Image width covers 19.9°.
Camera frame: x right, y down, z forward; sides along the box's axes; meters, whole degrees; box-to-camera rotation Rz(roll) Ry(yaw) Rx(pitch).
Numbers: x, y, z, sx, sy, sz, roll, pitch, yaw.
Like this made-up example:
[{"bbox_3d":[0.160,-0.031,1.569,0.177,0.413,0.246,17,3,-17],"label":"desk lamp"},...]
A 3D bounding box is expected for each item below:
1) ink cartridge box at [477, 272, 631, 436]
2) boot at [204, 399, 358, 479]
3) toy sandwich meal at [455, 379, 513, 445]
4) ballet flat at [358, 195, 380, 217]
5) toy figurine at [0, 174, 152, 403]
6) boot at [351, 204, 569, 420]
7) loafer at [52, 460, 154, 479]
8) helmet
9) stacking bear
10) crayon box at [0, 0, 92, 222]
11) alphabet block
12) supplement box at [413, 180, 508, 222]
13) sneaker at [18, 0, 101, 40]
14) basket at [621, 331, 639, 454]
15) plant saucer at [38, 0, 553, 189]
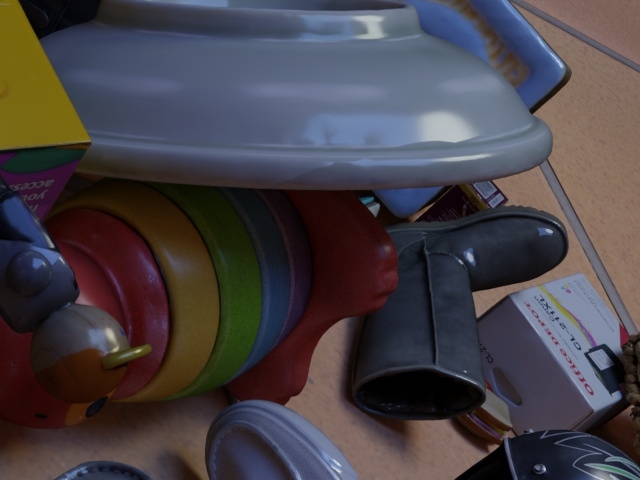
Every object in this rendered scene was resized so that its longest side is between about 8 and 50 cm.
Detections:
[{"bbox_3d":[0.211,0.106,1.609,0.127,0.072,0.175,55,26,13],"label":"ink cartridge box"},{"bbox_3d":[-0.015,0.209,1.096,0.258,0.095,0.123,58,21,19],"label":"boot"},{"bbox_3d":[0.132,0.130,1.505,0.085,0.029,0.085,36,28,-23],"label":"toy sandwich meal"},{"bbox_3d":[0.000,0.000,1.481,0.168,0.057,0.052,-17,97,-58],"label":"ballet flat"},{"bbox_3d":[-0.210,0.079,0.861,0.148,0.209,0.213,56,27,4],"label":"toy figurine"},{"bbox_3d":[0.116,0.056,1.457,0.208,0.190,0.076,-91,171,-63],"label":"boot"},{"bbox_3d":[-0.148,0.188,0.885,0.112,0.111,0.319,3,24,12],"label":"loafer"},{"bbox_3d":[0.169,0.215,1.292,0.169,0.161,0.169,35,28,-23],"label":"helmet"},{"bbox_3d":[-0.116,0.036,1.133,0.164,0.175,0.289,52,34,15],"label":"stacking bear"},{"bbox_3d":[-0.348,-0.128,0.950,0.363,0.106,0.313,-9,57,-40],"label":"crayon box"},{"bbox_3d":[0.091,-0.151,1.605,0.192,0.193,0.197,50,10,2],"label":"alphabet block"},{"bbox_3d":[0.120,-0.020,1.635,0.043,0.083,0.055,49,26,3],"label":"supplement box"},{"bbox_3d":[-0.203,-0.216,1.323,0.296,0.147,0.104,45,13,-44],"label":"sneaker"},{"bbox_3d":[0.431,0.161,1.606,0.299,0.223,0.213,35,43,-44],"label":"basket"},{"bbox_3d":[-0.042,-0.114,1.226,0.400,0.100,0.400,3,11,-1],"label":"plant saucer"}]
